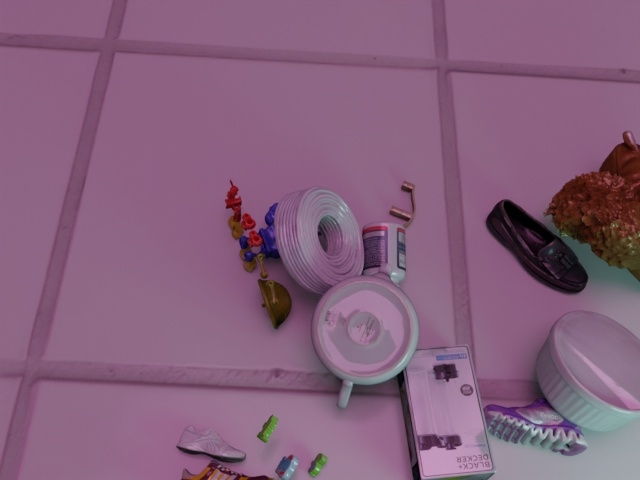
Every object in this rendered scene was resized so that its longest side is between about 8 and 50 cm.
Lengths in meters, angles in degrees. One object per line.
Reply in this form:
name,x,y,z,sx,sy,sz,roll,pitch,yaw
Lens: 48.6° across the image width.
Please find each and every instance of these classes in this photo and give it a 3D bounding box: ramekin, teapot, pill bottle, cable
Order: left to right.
cable,0.000,0.000,1.652,0.089,0.257,0.257,-17,60,36
teapot,0.098,0.205,1.574,0.256,0.187,0.253,-27,79,-2
pill bottle,0.154,0.053,1.730,0.107,0.108,0.180,2,73,-2
ramekin,0.607,0.298,1.577,0.272,0.127,0.273,14,42,-13

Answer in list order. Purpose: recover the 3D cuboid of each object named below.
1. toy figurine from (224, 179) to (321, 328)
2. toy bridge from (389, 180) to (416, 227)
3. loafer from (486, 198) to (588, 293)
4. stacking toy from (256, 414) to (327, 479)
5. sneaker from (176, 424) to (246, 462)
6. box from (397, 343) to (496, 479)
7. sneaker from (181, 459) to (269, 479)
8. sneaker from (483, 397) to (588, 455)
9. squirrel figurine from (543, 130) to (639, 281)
toy figurine,-0.075,0.006,1.711,0.217,0.191,0.363,-15,64,-17
toy bridge,0.212,-0.069,1.854,0.063,0.026,0.188,23,63,8
loafer,0.550,0.013,1.789,0.109,0.095,0.302,-40,70,-22
stacking toy,-0.088,0.499,1.456,0.167,0.052,0.221,42,60,-21
sneaker,-0.231,0.438,1.530,0.152,0.054,0.061,14,58,5
box,0.272,0.385,1.570,0.169,0.087,0.290,-3,61,-5
sneaker,-0.200,0.500,1.488,0.185,0.069,0.084,-8,67,-9
sneaker,0.475,0.398,1.579,0.236,0.095,0.105,15,54,-1
squirrel figurine,0.775,-0.098,1.758,0.396,0.281,0.371,-1,53,-16
